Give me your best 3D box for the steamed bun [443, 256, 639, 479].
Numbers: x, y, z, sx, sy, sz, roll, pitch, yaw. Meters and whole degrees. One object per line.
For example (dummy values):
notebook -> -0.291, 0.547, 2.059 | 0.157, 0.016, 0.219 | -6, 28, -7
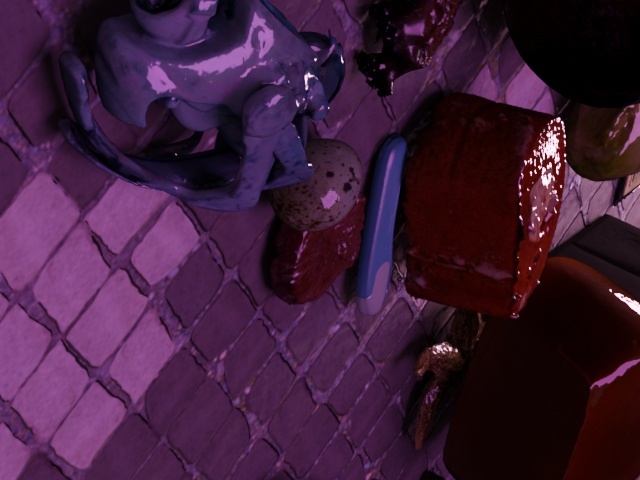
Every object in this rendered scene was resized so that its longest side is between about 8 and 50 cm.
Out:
steamed bun -> 0.324, 0.203, 1.973 | 0.248, 0.235, 0.379 | -21, 138, -36

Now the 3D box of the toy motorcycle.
toy motorcycle -> -0.097, -0.126, 1.232 | 0.206, 0.154, 0.260 | -41, 146, 11

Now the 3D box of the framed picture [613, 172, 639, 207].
framed picture -> 0.511, -0.165, 2.306 | 0.195, 0.010, 0.199 | -33, 140, -41

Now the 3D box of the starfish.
starfish -> 0.181, 0.168, 2.009 | 0.277, 0.062, 0.236 | -21, 132, -55

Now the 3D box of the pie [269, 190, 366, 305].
pie -> 0.000, 0.000, 1.590 | 0.153, 0.038, 0.153 | -41, 146, -37

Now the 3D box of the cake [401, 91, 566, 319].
cake -> 0.190, -0.043, 1.748 | 0.283, 0.151, 0.177 | 84, 26, -42

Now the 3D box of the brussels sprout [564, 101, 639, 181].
brussels sprout -> 0.392, -0.163, 2.001 | 0.145, 0.131, 0.183 | 10, 108, -37

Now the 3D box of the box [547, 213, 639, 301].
box -> 0.412, 0.175, 2.238 | 0.251, 0.204, 0.345 | -30, 138, -45

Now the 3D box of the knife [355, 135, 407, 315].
knife -> 0.066, -0.014, 1.695 | 0.064, 0.031, 0.222 | -29, 134, -49

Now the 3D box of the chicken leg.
chicken leg -> 0.109, -0.251, 1.528 | 0.234, 0.063, 0.105 | -58, 156, -11

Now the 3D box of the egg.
egg -> -0.003, -0.057, 1.489 | 0.110, 0.085, 0.085 | -54, 153, -40

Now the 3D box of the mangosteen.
mangosteen -> 0.333, -0.293, 1.657 | 0.300, 0.300, 0.300 | -39, 144, -36

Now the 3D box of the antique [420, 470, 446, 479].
antique -> 0.140, 0.445, 2.165 | 0.221, 0.080, 0.081 | -59, 150, -1
